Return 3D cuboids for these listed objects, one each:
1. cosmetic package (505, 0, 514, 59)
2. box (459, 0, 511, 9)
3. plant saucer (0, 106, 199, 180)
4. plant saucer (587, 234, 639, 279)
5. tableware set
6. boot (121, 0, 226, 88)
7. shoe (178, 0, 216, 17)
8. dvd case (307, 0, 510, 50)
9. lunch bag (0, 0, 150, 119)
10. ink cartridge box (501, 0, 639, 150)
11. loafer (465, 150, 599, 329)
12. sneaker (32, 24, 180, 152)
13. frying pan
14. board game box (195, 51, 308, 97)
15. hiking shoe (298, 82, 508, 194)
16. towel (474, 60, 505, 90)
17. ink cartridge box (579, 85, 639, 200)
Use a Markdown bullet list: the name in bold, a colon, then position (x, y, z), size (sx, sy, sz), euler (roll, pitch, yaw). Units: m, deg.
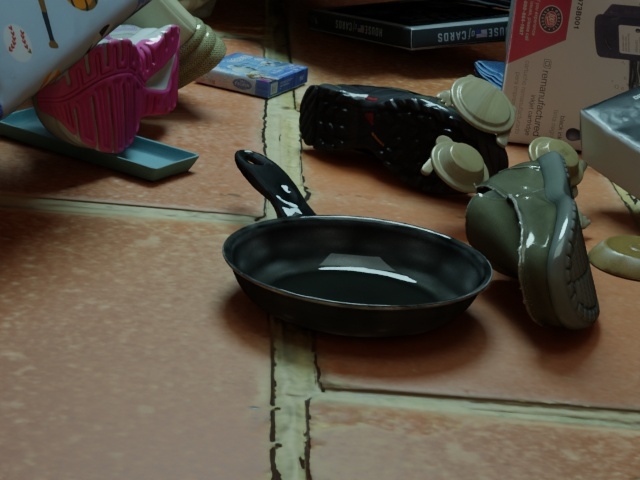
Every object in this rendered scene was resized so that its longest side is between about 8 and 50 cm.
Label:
- **cosmetic package**: position (0.282, -0.256, 1.881), size (0.151, 0.151, 0.184), euler (8, 19, 3)
- **box**: position (0.023, -0.549, 2.107), size (0.297, 0.480, 0.472), euler (6, 6, -40)
- **plant saucer**: position (-0.204, -0.087, 1.579), size (0.192, 0.018, 0.067), euler (16, 22, 29)
- **plant saucer**: position (0.262, 0.012, 1.442), size (0.083, 0.015, 0.083), euler (6, 20, -2)
- **tableware set**: position (0.164, -0.069, 1.507), size (0.168, 0.020, 0.141), euler (33, 42, -4)
- **boot**: position (-0.235, -0.222, 1.754), size (0.262, 0.203, 0.095), euler (-8, 49, 44)
- **shoe**: position (-0.213, -0.284, 2.089), size (0.219, 0.058, 0.076), euler (-12, 46, -33)
- **dvd case**: position (0.119, -0.258, 2.079), size (0.179, 0.029, 0.238), euler (-9, 16, -28)
- **lunch bag**: position (-0.368, -0.184, 1.395), size (0.385, 0.239, 0.328), euler (-19, 16, 32)
- **ink cartridge box**: position (0.304, -0.177, 1.751), size (0.237, 0.172, 0.100), euler (8, 20, 4)
- **loafer**: position (0.158, 0.006, 1.345), size (0.087, 0.094, 0.251), euler (-13, 17, 8)
- **sneaker**: position (-0.211, -0.141, 1.575), size (0.111, 0.103, 0.252), euler (6, 12, 12)
- **frying pan**: position (-0.019, 0.006, 1.324), size (0.197, 0.053, 0.326), euler (-13, 25, -43)
- **board game box**: position (-0.073, -0.176, 1.866), size (0.090, 0.020, 0.090), euler (13, 21, 23)
- **hiking shoe**: position (0.093, -0.105, 1.616), size (0.227, 0.086, 0.114), euler (23, 26, 36)
- **towel**: position (0.217, -0.169, 1.917), size (0.067, 0.029, 0.119), euler (0, 20, -20)
- **ink cartridge box**: position (0.392, -0.044, 1.452), size (0.176, 0.069, 0.371), euler (-22, 38, -19)
